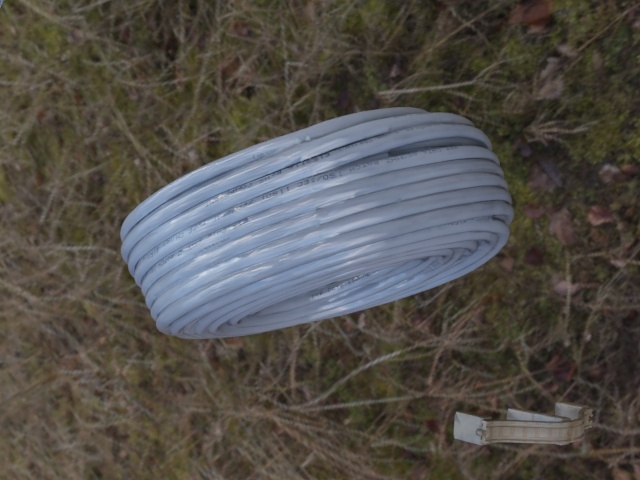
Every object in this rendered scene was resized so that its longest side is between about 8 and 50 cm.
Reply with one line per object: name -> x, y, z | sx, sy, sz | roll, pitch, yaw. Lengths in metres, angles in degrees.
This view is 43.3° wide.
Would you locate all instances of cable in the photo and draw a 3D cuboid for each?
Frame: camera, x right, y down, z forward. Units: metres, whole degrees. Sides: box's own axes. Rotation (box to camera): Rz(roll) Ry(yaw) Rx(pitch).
cable -> 0.000, 0.000, 0.544 | 0.257, 0.257, 0.089 | 120, 133, -73

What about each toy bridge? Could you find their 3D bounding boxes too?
toy bridge -> 0.200, 0.169, 0.738 | 0.063, 0.188, 0.026 | 2, 87, 47

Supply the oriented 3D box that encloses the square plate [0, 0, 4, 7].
square plate -> -0.428, -0.358, 0.731 | 0.347, 0.344, 0.049 | 28, -176, -32
